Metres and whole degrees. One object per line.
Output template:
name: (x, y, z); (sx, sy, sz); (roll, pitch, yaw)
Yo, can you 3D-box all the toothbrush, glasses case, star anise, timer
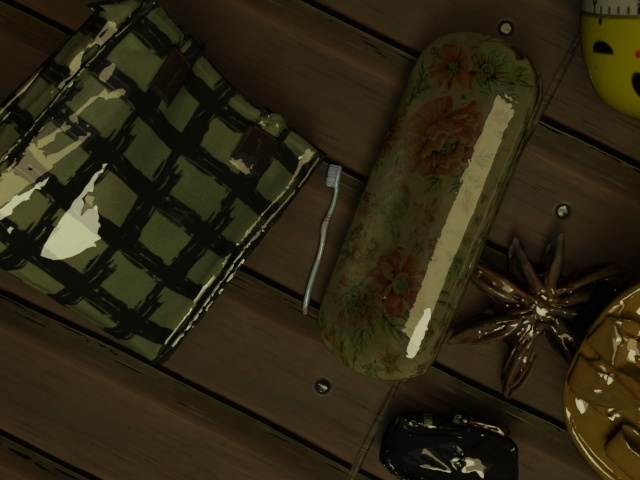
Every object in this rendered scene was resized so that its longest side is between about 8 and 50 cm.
toothbrush: (0.000, 0.000, 1.232); (0.019, 0.013, 0.193); (12, 95, 7)
glasses case: (0.126, -0.039, 1.172); (0.157, 0.098, 0.425); (24, 96, 28)
star anise: (0.271, 0.087, 1.199); (0.236, 0.093, 0.229); (-33, 88, 0)
timer: (0.419, -0.191, 1.088); (0.285, 0.285, 0.285); (0, 95, 2)

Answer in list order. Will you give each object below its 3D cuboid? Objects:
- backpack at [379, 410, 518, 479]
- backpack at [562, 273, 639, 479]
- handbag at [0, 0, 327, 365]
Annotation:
backpack: (0.158, 0.257, 1.205); (0.165, 0.120, 0.105); (19, 74, 0)
backpack: (0.458, 0.167, 1.061); (0.378, 0.201, 0.353); (32, 105, 7)
handbag: (-0.205, -0.071, 1.105); (0.327, 0.162, 0.325); (-47, 126, 2)
